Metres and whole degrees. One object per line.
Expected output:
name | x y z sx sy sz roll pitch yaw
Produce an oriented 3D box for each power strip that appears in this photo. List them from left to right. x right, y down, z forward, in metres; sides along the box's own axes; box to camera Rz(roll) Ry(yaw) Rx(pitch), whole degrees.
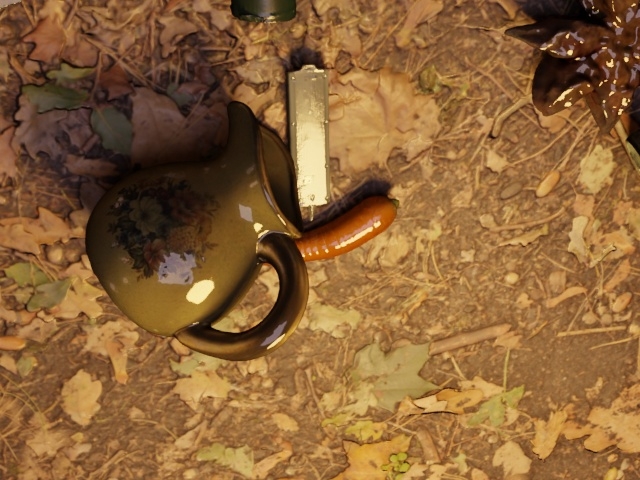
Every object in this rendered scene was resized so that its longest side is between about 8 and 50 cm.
power strip | -0.017 -0.143 1.617 0.060 0.027 0.253 -6 120 -10

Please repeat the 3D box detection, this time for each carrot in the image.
carrot | 0.000 0.000 1.687 0.271 0.062 0.066 -24 154 6

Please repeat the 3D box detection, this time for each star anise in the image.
star anise | 0.418 -0.306 1.575 0.315 0.108 0.315 -7 123 -10

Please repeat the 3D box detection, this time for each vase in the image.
vase | -0.139 0.015 1.518 0.302 0.329 0.241 -34 158 5

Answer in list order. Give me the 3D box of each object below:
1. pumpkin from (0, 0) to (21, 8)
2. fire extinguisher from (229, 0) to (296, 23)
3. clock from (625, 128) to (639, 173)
pumpkin | -0.423 -0.397 1.351 0.217 0.110 0.217 -3 107 -11
fire extinguisher | -0.078 -0.431 1.405 0.093 0.118 0.294 -26 129 -38
clock | 0.535 -0.072 1.664 0.049 0.226 0.226 -30 121 10
